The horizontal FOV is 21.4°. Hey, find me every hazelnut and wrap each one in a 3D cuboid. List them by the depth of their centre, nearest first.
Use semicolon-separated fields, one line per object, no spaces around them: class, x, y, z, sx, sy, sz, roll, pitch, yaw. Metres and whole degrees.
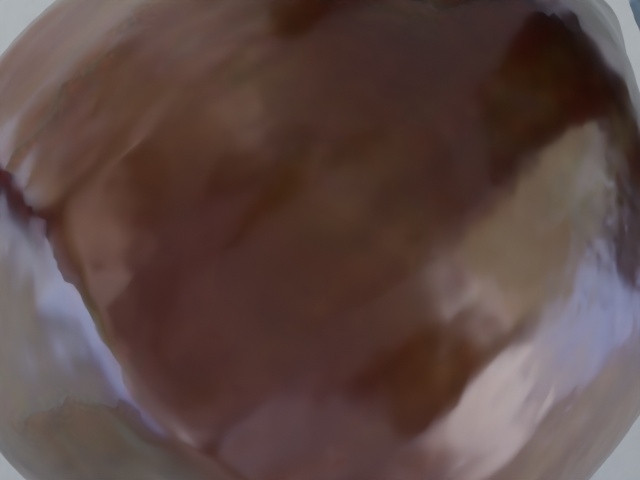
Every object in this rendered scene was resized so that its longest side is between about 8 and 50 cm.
hazelnut;-0.007;0.006;0.837;0.365;0.366;0.366;5;-119;-8

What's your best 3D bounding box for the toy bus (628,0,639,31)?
toy bus;0.294;-0.152;0.793;0.329;0.136;0.109;-18;-94;-33
